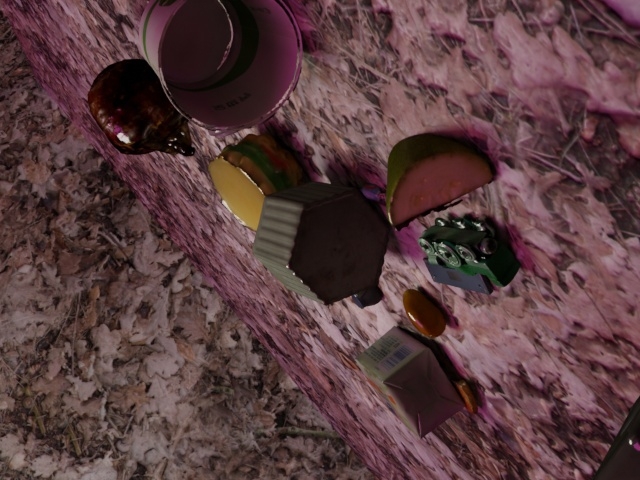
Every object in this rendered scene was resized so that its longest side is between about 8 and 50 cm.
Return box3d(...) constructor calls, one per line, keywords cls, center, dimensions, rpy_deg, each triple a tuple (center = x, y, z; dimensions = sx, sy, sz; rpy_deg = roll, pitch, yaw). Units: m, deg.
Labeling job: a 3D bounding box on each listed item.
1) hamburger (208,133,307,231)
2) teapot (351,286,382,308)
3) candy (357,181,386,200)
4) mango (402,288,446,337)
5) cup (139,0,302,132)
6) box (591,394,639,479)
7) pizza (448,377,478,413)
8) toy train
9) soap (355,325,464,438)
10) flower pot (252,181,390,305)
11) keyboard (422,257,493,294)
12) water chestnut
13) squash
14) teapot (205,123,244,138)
box3d(cls="hamburger", center=(-0.131, -0.138, 1.763), dimensions=(0.237, 0.149, 0.237), rpy_deg=(36, 153, 22))
box3d(cls="teapot", center=(0.103, 0.123, 1.835), dimensions=(0.066, 0.057, 0.088), rpy_deg=(40, 159, 32))
box3d(cls="candy", center=(0.096, -0.094, 1.488), dimensions=(0.083, 0.020, 0.030), rpy_deg=(26, 150, 53))
box3d(cls="mango", center=(0.210, 0.150, 1.618), dimensions=(0.114, 0.060, 0.080), rpy_deg=(48, 176, 7))
box3d(cls="cup", center=(-0.196, -0.345, 1.400), dimensions=(0.274, 0.253, 0.253), rpy_deg=(41, 161, 56))
box3d(cls="box", center=(0.458, 0.261, 0.965), dimensions=(0.166, 0.221, 0.291), rpy_deg=(30, 154, 22))
box3d(cls="pizza", center=(0.317, 0.333, 1.771), dimensions=(0.108, 0.026, 0.123), rpy_deg=(45, 166, 46))
box3d(cls="toy train", center=(0.235, 0.015, 1.283), dimensions=(0.105, 0.071, 0.178), rpy_deg=(47, 164, -23))
box3d(cls="soap", center=(0.203, 0.325, 1.819), dimensions=(0.182, 0.138, 0.199), rpy_deg=(56, 171, -17))
box3d(cls="flower pot", center=(0.000, 0.000, 1.575), dimensions=(0.239, 0.209, 0.189), rpy_deg=(48, 166, -23))
box3d(cls="keyboard", center=(0.247, 0.063, 1.429), dimensions=(0.055, 0.014, 0.176), rpy_deg=(58, 161, -17))
box3d(cls="water chestnut", center=(-0.427, -0.326, 1.941), dimensions=(0.289, 0.289, 0.245), rpy_deg=(23, 117, 57))
box3d(cls="squash", center=(0.170, -0.125, 1.248), dimensions=(0.093, 0.169, 0.252), rpy_deg=(60, -166, -16))
box3d(cls="teapot", center=(-0.203, -0.309, 1.716), dimensions=(0.116, 0.148, 0.146), rpy_deg=(-15, 104, 32))
